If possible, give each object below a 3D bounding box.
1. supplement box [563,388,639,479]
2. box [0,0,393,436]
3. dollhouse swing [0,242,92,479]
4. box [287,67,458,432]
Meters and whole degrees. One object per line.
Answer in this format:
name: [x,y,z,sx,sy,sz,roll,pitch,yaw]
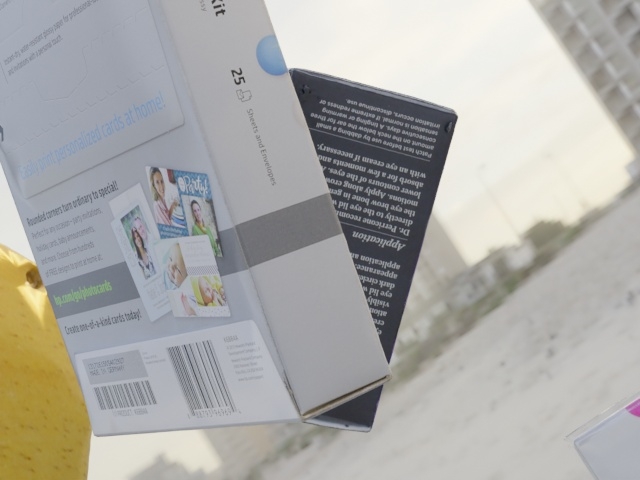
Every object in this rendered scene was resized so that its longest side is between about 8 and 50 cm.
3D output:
supplement box: [0.236,0.148,0.983,0.111,0.114,0.220,-32,-12,3]
box: [-0.059,-0.032,0.475,0.038,0.186,0.145,-22,3,-33]
dollhouse swing: [-0.316,0.201,0.969,0.305,0.347,0.315,-29,-46,31]
box: [0.000,0.000,0.957,0.153,0.108,0.207,-121,46,-81]
